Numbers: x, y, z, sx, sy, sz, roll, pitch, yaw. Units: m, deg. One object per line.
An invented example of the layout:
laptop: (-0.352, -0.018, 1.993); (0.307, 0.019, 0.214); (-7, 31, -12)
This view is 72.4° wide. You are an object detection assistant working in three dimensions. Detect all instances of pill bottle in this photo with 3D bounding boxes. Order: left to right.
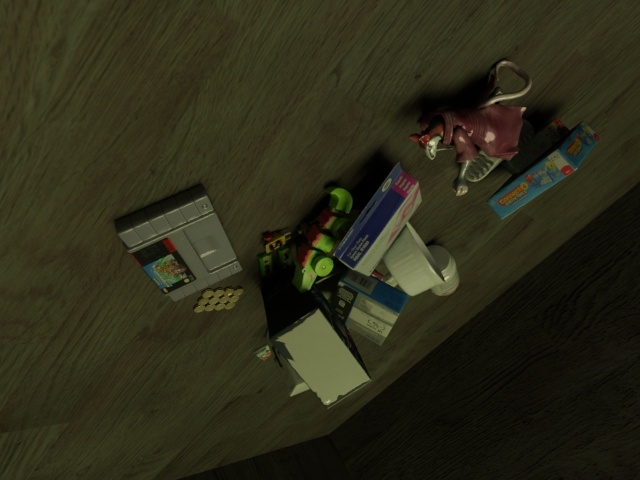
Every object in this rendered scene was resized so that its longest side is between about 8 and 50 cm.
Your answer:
pill bottle: (0.531, 0.134, 1.964); (0.160, 0.160, 0.283); (-35, 148, 5)

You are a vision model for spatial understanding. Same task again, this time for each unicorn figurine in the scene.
unicorn figurine: (0.099, -0.081, 1.394); (0.111, 0.060, 0.162); (-11, 142, -32)

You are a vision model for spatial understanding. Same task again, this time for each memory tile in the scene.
memory tile: (-0.334, 0.193, 1.439); (0.147, 0.012, 0.113); (2, 135, -41)

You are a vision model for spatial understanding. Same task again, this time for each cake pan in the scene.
cake pan: (0.011, 0.201, 1.707); (0.293, 0.054, 0.293); (-23, 147, -16)

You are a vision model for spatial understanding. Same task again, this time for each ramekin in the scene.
ramekin: (0.323, 0.067, 1.600); (0.135, 0.277, 0.277); (-33, 149, 15)

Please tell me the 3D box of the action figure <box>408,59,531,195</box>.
action figure: (0.406, -0.306, 1.180); (0.369, 0.248, 0.276); (-14, 143, -31)

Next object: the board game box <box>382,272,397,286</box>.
board game box: (0.351, 0.153, 1.961); (0.154, 0.026, 0.103); (-40, 147, 12)

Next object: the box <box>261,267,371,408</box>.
box: (-0.021, 0.311, 1.461); (0.178, 0.312, 0.343); (-33, 115, 3)

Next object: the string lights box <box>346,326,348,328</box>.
string lights box: (0.056, 0.373, 1.947); (0.259, 0.077, 0.133); (-45, 148, 25)

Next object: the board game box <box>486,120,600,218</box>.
board game box: (0.768, -0.242, 1.517); (0.302, 0.086, 0.308); (-35, 173, -39)

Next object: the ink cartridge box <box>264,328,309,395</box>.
ink cartridge box: (-0.081, 0.453, 1.767); (0.196, 0.273, 0.114); (-11, 146, -30)

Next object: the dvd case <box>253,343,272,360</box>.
dvd case: (-0.236, 0.488, 1.922); (0.087, 0.013, 0.119); (-31, 149, -2)

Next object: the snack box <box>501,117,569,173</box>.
snack box: (0.751, -0.328, 1.550); (0.207, 0.070, 0.174); (-41, 175, 17)

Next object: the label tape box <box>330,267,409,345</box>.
label tape box: (0.159, 0.276, 1.649); (0.106, 0.240, 0.334); (-52, 164, -41)

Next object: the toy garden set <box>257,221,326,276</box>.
toy garden set: (-0.078, 0.024, 1.393); (0.244, 0.049, 0.204); (-21, 147, -17)

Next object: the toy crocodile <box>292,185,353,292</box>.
toy crocodile: (0.000, 0.000, 1.311); (0.105, 0.115, 0.341); (19, 108, -35)

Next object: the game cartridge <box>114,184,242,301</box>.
game cartridge: (-0.356, 0.027, 1.154); (0.230, 0.068, 0.355); (-29, 148, -13)

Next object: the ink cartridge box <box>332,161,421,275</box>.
ink cartridge box: (0.191, -0.046, 1.356); (0.324, 0.071, 0.330); (-55, 163, 3)

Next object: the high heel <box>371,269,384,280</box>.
high heel: (0.145, 0.175, 1.800); (0.117, 0.082, 0.244); (34, 139, -12)

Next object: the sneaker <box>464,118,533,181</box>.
sneaker: (0.597, -0.312, 1.507); (0.281, 0.105, 0.115); (-38, 178, 5)
